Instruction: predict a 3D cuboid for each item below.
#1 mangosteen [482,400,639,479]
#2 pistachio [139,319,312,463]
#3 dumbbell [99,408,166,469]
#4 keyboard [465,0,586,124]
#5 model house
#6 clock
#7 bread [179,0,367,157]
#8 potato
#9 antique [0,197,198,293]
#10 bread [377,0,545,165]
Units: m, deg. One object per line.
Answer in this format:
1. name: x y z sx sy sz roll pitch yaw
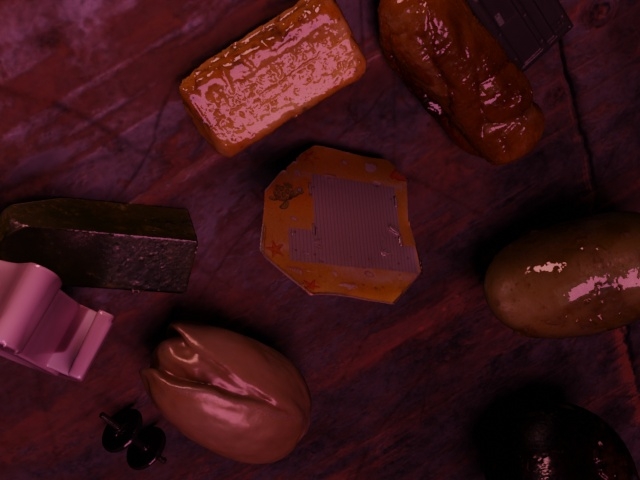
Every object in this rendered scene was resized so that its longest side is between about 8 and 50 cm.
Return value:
1. mangosteen: 0.418 0.431 1.290 0.288 0.288 0.288 -10 124 -15
2. pistachio: -0.118 0.218 1.006 0.293 0.181 0.162 35 67 -38
3. dumbbell: -0.271 0.289 1.044 0.069 0.069 0.147 -35 127 3
4. keyboard: 0.250 -0.293 0.897 0.103 0.041 0.381 -42 120 9
5. model house: 0.000 0.000 0.928 0.219 0.207 0.136 4 156 -24
6. clock: -0.352 0.061 0.739 0.275 0.290 0.080 34 67 -29
7. bread: -0.054 -0.186 0.812 0.211 0.083 0.114 -31 122 0
8. potato: 0.394 0.053 1.077 0.307 0.210 0.173 -16 99 -3
9. antique: -0.266 0.003 0.855 0.221 0.080 0.081 7 118 -24
10. bread: 0.168 -0.213 0.882 0.124 0.084 0.344 -43 126 9
